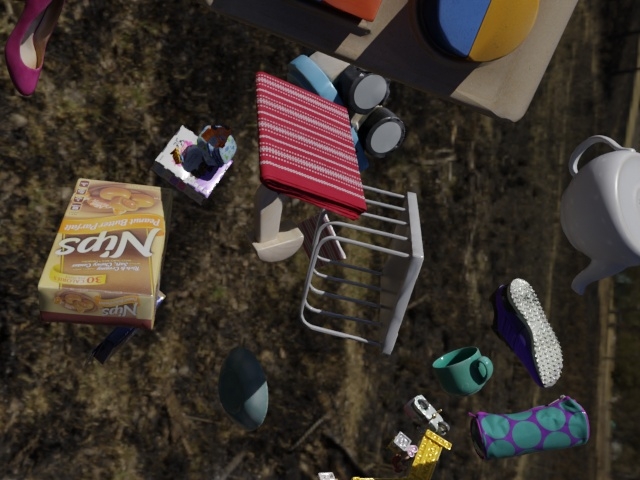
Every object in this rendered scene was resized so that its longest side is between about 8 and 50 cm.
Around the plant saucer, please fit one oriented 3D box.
[{"bbox_3d":[-0.191,0.343,1.554,0.037,0.195,0.194,-1,94,-39],"label":"plant saucer"}]

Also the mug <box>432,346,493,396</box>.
[{"bbox_3d":[0.372,0.349,1.758,0.158,0.130,0.097,-171,-122,-86],"label":"mug"}]

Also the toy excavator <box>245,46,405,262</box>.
[{"bbox_3d":[-0.040,-0.197,1.583,0.445,0.222,0.433,-33,139,-4],"label":"toy excavator"}]

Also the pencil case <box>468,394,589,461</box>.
[{"bbox_3d":[0.287,0.260,0.939,0.064,0.152,0.070,81,-2,-80],"label":"pencil case"}]

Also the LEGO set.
[{"bbox_3d":[0.100,0.378,1.080,0.287,0.132,0.107,-28,159,-36],"label":"LEGO set"}]

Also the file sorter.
[{"bbox_3d":[0.069,0.032,1.209,0.277,0.173,0.192,-80,-176,-65],"label":"file sorter"}]

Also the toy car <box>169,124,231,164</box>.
[{"bbox_3d":[-0.223,-0.177,1.294,0.060,0.122,0.040,1,62,-64],"label":"toy car"}]

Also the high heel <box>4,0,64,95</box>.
[{"bbox_3d":[-0.580,-0.416,1.403,0.082,0.117,0.244,-17,119,-67],"label":"high heel"}]

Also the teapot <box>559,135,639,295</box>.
[{"bbox_3d":[0.587,-0.061,1.404,0.256,0.187,0.252,-40,104,-34],"label":"teapot"}]

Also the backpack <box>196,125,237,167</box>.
[{"bbox_3d":[-0.314,-0.292,2.066,0.105,0.084,0.114,-63,143,-30],"label":"backpack"}]

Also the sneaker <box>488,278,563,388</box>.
[{"bbox_3d":[0.540,0.256,1.824,0.102,0.146,0.293,-12,79,-33],"label":"sneaker"}]

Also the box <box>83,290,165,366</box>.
[{"bbox_3d":[-0.482,0.225,1.666,0.036,0.136,0.225,43,51,-1],"label":"box"}]

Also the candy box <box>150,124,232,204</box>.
[{"bbox_3d":[-0.405,-0.237,2.132,0.196,0.070,0.164,36,61,-11],"label":"candy box"}]

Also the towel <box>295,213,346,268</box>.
[{"bbox_3d":[0.000,0.000,1.907,0.029,0.197,0.144,-26,92,-28],"label":"towel"}]

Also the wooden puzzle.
[{"bbox_3d":[0.103,-0.292,0.559,0.080,0.348,0.322,-117,-135,-65],"label":"wooden puzzle"}]

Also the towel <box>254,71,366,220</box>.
[{"bbox_3d":[-0.023,-0.166,1.162,0.199,0.031,0.274,18,44,-28],"label":"towel"}]

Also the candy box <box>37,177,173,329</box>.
[{"bbox_3d":[-0.374,0.015,1.220,0.316,0.183,0.087,-97,-165,-52],"label":"candy box"}]
